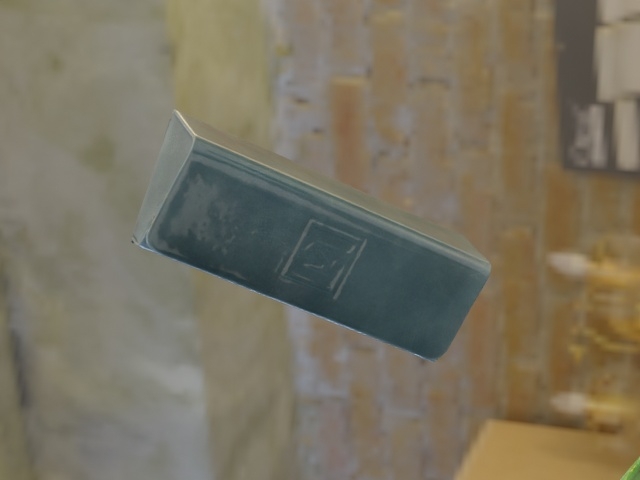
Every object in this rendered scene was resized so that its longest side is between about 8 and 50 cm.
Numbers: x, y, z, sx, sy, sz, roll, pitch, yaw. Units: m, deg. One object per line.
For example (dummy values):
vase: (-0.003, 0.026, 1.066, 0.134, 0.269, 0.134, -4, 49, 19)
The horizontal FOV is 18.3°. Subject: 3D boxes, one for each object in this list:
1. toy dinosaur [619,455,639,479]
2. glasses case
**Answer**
toy dinosaur: (0.135, 0.426, 1.764, 0.500, 0.144, 0.374, -46, -15, -13)
glasses case: (0.000, 0.000, 1.442, 0.266, 0.056, 0.105, 22, -101, -28)
